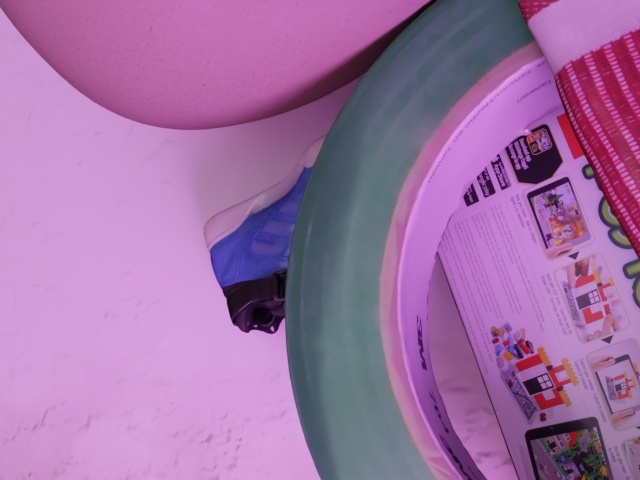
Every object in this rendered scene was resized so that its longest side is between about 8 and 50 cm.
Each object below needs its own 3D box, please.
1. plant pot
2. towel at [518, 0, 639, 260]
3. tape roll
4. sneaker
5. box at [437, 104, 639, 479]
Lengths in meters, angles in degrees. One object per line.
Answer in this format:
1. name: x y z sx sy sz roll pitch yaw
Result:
1. plant pot: -0.064 -0.168 0.505 0.284 0.284 0.191 58 144 22
2. towel: 0.239 0.001 0.322 0.237 0.037 0.329 -26 71 12
3. tape roll: 0.147 0.027 0.400 0.321 0.077 0.321 -3 79 15
4. sneaker: 0.001 0.000 0.542 0.152 0.058 0.085 -30 65 29
5. box: 0.130 0.040 0.477 0.114 0.036 0.207 -25 73 26
